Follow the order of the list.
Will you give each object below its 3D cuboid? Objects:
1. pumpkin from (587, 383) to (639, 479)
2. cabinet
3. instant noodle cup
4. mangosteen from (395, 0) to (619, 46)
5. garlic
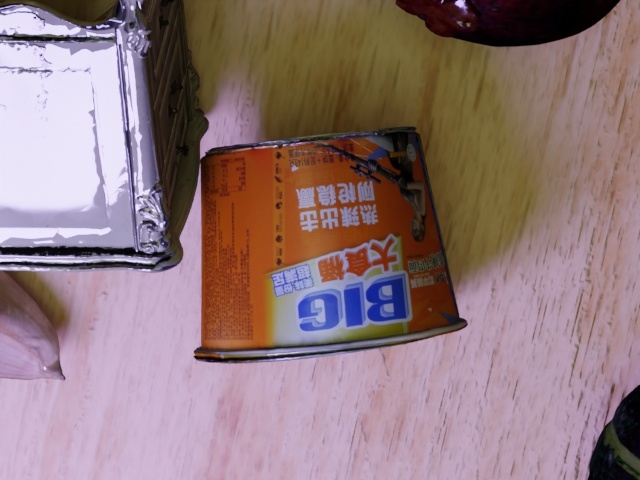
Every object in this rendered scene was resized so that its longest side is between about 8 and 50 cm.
[{"bbox_3d":[0.440,0.274,1.882,0.323,0.241,0.323,1,103,4],"label":"pumpkin"},{"bbox_3d":[-0.243,-0.177,1.762,0.227,0.290,0.318,1,125,4],"label":"cabinet"},{"bbox_3d":[0.000,0.000,1.846,0.296,0.296,0.214,-6,93,4],"label":"instant noodle cup"},{"bbox_3d":[0.193,-0.358,1.773,0.307,0.307,0.347,36,71,-4],"label":"mangosteen"},{"bbox_3d":[-0.394,0.084,1.936,0.245,0.164,0.145,24,92,-24],"label":"garlic"}]
